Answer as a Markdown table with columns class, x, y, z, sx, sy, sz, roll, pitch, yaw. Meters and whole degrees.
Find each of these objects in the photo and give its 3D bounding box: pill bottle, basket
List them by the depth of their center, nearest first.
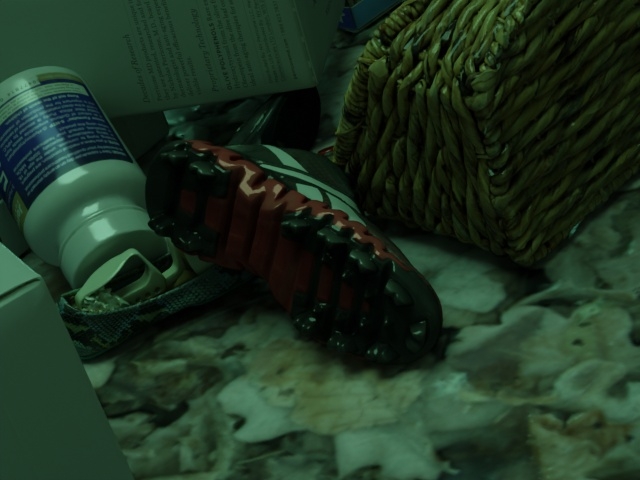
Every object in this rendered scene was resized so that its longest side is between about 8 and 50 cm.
| class | x | y | z | sx | sy | sz | roll | pitch | yaw |
| --- | --- | --- | --- | --- | --- | --- | --- | --- | --- |
| basket | 0.146 | -0.156 | 1.500 | 0.299 | 0.213 | 0.223 | -39 | 37 | -27 |
| pill bottle | -0.202 | -0.043 | 1.583 | 0.112 | 0.112 | 0.186 | -27 | 56 | -11 |

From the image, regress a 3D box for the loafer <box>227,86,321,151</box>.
| class | x | y | z | sx | sy | sz | roll | pitch | yaw |
| --- | --- | --- | --- | --- | --- | --- | --- | --- | --- |
| loafer | -0.052 | -0.084 | 1.650 | 0.061 | 0.062 | 0.170 | -4 | 34 | 33 |

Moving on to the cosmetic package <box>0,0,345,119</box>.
| class | x | y | z | sx | sy | sz | roll | pitch | yaw |
| --- | --- | --- | --- | --- | --- | --- | --- | --- | --- |
| cosmetic package | -0.180 | -0.212 | 1.714 | 0.365 | 0.155 | 0.197 | -8 | 28 | 15 |

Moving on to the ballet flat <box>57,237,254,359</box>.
| class | x | y | z | sx | sy | sz | roll | pitch | yaw |
| --- | --- | --- | --- | --- | --- | --- | --- | --- | --- |
| ballet flat | -0.121 | 0.026 | 1.516 | 0.188 | 0.070 | 0.070 | -30 | 33 | -16 |

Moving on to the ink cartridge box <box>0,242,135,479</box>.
| class | x | y | z | sx | sy | sz | roll | pitch | yaw |
| --- | --- | --- | --- | --- | --- | --- | --- | --- | --- |
| ink cartridge box | -0.266 | 0.087 | 1.353 | 0.129 | 0.223 | 0.307 | -31 | 33 | -18 |

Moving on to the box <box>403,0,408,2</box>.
| class | x | y | z | sx | sy | sz | roll | pitch | yaw |
| --- | --- | --- | --- | --- | --- | --- | --- | --- | --- |
| box | 0.117 | -0.294 | 1.744 | 0.060 | 0.100 | 0.244 | -8 | 60 | 18 |

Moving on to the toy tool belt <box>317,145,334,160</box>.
| class | x | y | z | sx | sy | sz | roll | pitch | yaw |
| --- | --- | --- | --- | --- | --- | --- | --- | --- | --- |
| toy tool belt | -0.009 | -0.040 | 1.580 | 0.083 | 0.051 | 0.052 | -29 | 14 | -37 |

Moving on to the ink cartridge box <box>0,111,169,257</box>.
| class | x | y | z | sx | sy | sz | roll | pitch | yaw |
| --- | --- | --- | --- | --- | --- | --- | --- | --- | --- |
| ink cartridge box | -0.304 | -0.040 | 1.725 | 0.165 | 0.065 | 0.333 | 13 | 45 | 41 |

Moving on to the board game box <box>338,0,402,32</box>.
| class | x | y | z | sx | sy | sz | roll | pitch | yaw |
| --- | --- | --- | --- | --- | --- | --- | --- | --- | --- |
| board game box | -0.030 | -0.374 | 1.857 | 0.141 | 0.291 | 0.232 | -37 | 36 | -26 |

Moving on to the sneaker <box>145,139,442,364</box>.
| class | x | y | z | sx | sy | sz | roll | pitch | yaw |
| --- | --- | --- | --- | --- | --- | --- | --- | --- | --- |
| sneaker | 0.000 | -0.001 | 1.446 | 0.276 | 0.097 | 0.135 | 31 | 28 | 33 |
